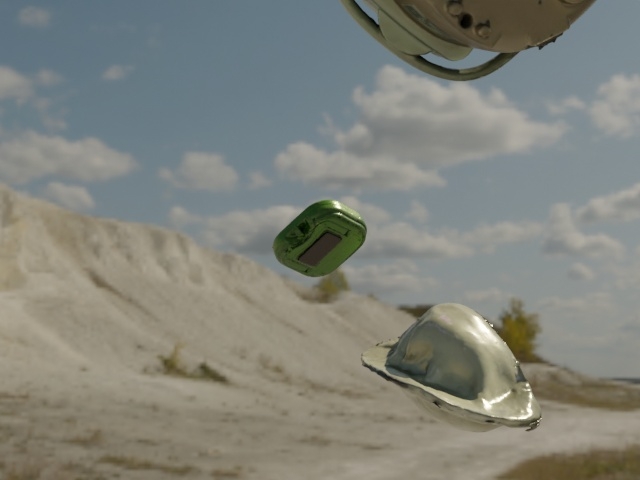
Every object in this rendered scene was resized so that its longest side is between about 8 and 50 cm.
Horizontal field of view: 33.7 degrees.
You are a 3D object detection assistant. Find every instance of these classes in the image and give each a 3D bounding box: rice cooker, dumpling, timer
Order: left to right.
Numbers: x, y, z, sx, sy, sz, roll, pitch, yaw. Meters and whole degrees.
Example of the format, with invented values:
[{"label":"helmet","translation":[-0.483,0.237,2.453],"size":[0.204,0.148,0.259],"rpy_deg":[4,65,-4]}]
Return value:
[{"label":"timer","translation":[0.000,0.000,1.688],"size":[0.140,0.047,0.128],"rpy_deg":[-42,-42,20]},{"label":"dumpling","translation":[0.136,0.148,1.192],"size":[0.172,0.142,0.247],"rpy_deg":[-1,15,-30]},{"label":"rice cooker","translation":[0.101,-0.187,0.565],"size":[0.145,0.206,0.127],"rpy_deg":[33,3,-23]}]
